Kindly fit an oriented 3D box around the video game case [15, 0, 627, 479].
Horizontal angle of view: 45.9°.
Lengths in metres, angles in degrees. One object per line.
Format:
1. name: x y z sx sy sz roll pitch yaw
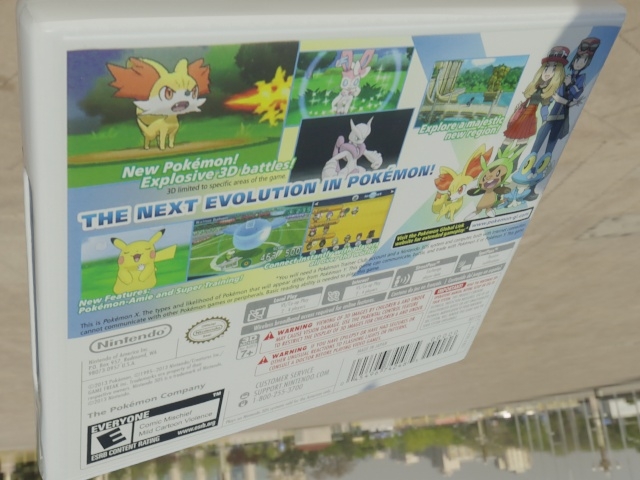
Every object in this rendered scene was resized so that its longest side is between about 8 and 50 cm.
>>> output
1. video game case: 0.000 0.000 0.447 0.329 0.036 0.299 -11 134 -29
